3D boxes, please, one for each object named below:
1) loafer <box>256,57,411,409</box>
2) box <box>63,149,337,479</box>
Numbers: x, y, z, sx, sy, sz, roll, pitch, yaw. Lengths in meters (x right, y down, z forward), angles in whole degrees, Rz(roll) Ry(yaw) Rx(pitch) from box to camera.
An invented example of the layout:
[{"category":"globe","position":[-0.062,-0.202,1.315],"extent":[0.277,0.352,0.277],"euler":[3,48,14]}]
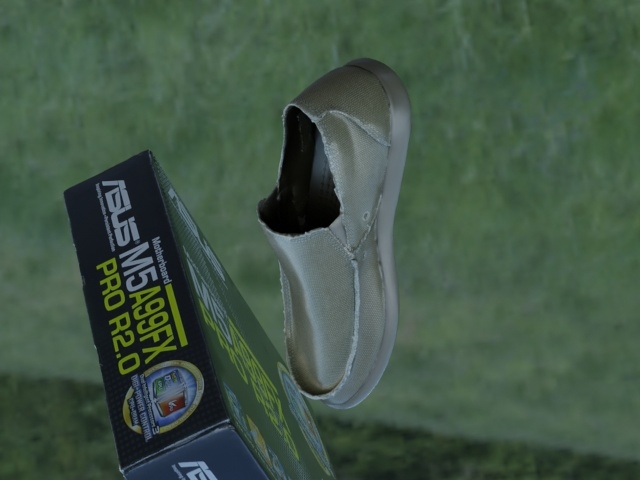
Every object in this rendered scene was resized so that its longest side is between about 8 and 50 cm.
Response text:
[{"category":"loafer","position":[0.000,0.000,0.560],"extent":[0.050,0.148,0.056],"euler":[-9,-159,-36]},{"category":"box","position":[-0.048,0.112,0.797],"extent":[0.060,0.216,0.270],"euler":[-25,133,3]}]
